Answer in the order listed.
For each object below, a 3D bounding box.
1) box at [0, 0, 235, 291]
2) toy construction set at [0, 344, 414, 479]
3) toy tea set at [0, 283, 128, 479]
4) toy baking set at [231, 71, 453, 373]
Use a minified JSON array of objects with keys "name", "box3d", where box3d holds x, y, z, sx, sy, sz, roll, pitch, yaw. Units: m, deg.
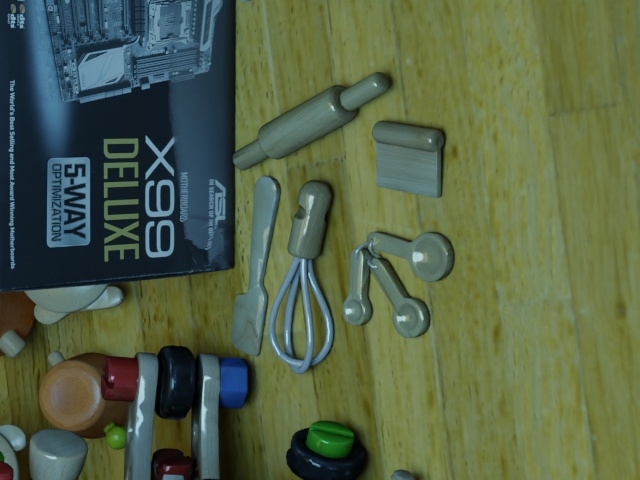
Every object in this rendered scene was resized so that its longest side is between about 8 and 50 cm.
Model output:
[{"name":"box","box3d":[-0.173,-0.122,1.442,0.076,0.242,0.307,4,95,42]},{"name":"toy construction set","box3d":[-0.138,0.236,1.415,0.257,0.309,0.237,37,122,43]},{"name":"toy tea set","box3d":[-0.237,0.140,1.634,0.200,0.124,0.336,-7,84,13]},{"name":"toy baking set","box3d":[-0.001,-0.007,1.434,0.256,0.030,0.197,-21,79,41]}]
